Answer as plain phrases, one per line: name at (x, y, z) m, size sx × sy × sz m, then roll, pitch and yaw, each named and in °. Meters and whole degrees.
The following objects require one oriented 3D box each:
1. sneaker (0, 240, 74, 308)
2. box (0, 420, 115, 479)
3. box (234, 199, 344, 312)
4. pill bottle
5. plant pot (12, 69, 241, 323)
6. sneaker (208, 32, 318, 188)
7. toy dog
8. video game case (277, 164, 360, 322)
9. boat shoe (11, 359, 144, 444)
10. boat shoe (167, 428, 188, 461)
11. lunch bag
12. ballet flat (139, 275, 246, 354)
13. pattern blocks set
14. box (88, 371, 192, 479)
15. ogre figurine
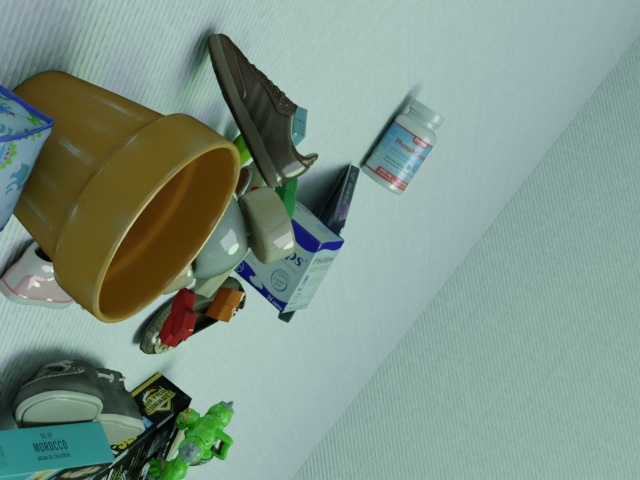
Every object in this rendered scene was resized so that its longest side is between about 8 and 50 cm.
sneaker at (-0.296, 0.035, 1.448) m, size 0.070 × 0.051 × 0.134 m, roll -51°, pitch 162°, yaw 11°
box at (-0.369, 0.275, 1.588) m, size 0.100 × 0.060 × 0.244 m, roll -33°, pitch 161°, yaw 24°
box at (-0.053, 0.020, 2.025) m, size 0.072 × 0.126 × 0.137 m, roll -7°, pitch 131°, yaw -56°
pill bottle at (0.150, -0.168, 2.326) m, size 0.160 × 0.087 × 0.087 m, roll -57°, pitch 165°, yaw 8°
plant pot at (-0.211, -0.058, 1.229) m, size 0.205 × 0.188 × 0.205 m, roll -50°, pitch 166°, yaw -17°
sneaker at (-0.067, -0.157, 1.493) m, size 0.071 × 0.188 × 0.066 m, roll -25°, pitch -170°, yaw -7°
toy dog at (-0.157, -0.033, 1.495) m, size 0.220 × 0.161 × 0.334 m, roll -18°, pitch -177°, yaw -36°
video game case at (0.000, 0.000, 2.179) m, size 0.196 × 0.026 × 0.274 m, roll -60°, pitch -176°, yaw 23°
boat shoe at (-0.325, 0.203, 1.709) m, size 0.112 × 0.095 × 0.335 m, roll -24°, pitch 162°, yaw 4°
boat shoe at (-0.295, 0.375, 2.237) m, size 0.072 × 0.068 × 0.190 m, roll 5°, pitch 110°, yaw -60°
lunch bag at (-0.314, -0.056, 1.096) m, size 0.128 × 0.096 × 0.151 m, roll -61°, pitch 174°, yaw 25°
ballet flat at (-0.185, 0.116, 1.971) m, size 0.250 × 0.058 × 0.084 m, roll -30°, pitch 152°, yaw -58°
pattern blocks set at (-0.107, -0.019, 1.648) m, size 0.325 × 0.026 × 0.285 m, roll -34°, pitch -139°, yaw 54°
box at (-0.345, 0.390, 2.063) m, size 0.257 × 0.079 × 0.322 m, roll -35°, pitch 156°, yaw -48°
ogre figurine at (-0.193, 0.319, 2.046) m, size 0.197 × 0.097 × 0.118 m, roll -21°, pitch 156°, yaw -47°
